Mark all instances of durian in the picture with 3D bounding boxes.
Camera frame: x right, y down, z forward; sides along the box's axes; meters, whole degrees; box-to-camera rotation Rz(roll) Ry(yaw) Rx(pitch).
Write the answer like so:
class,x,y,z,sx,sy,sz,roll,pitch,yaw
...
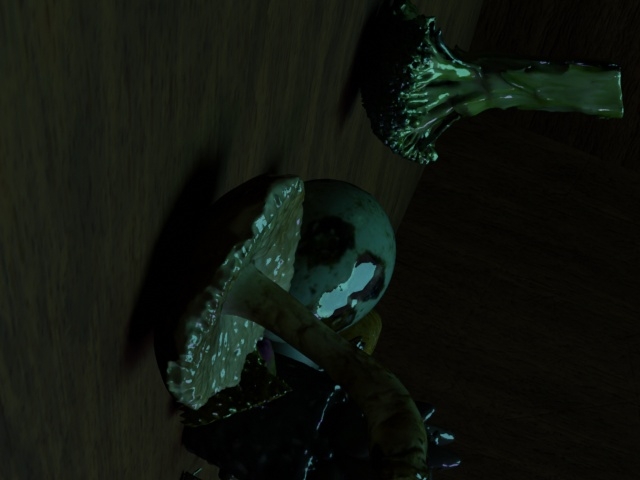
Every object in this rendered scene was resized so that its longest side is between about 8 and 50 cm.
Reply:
class,x,y,z,sx,sy,sz,roll,pitch,yaw
durian,-0.110,0.145,1.824,0.187,0.119,0.108,138,-63,-78

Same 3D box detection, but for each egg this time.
class,x,y,z,sx,sy,sz,roll,pitch,yaw
egg,-0.010,0.027,1.826,0.231,0.169,0.169,-48,161,-43

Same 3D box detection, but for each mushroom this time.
class,x,y,z,sx,sy,sz,roll,pitch,yaw
mushroom,-0.026,0.100,1.472,0.208,0.301,0.233,-34,178,30

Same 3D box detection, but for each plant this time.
class,x,y,z,sx,sy,sz,roll,pitch,yaw
plant,0.007,0.240,1.992,0.181,0.321,0.194,-33,146,-82

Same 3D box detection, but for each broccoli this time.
class,x,y,z,sx,sy,sz,roll,pitch,yaw
broccoli,0.232,-0.221,2.266,0.252,0.361,0.221,145,-48,-67

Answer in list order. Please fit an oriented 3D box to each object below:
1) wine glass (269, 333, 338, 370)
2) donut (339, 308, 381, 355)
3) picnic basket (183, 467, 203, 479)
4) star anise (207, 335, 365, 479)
class,x,y,z,sx,sy,sz,roll,pitch,yaw
wine glass,-0.032,0.116,2.209,0.111,0.111,0.204,104,13,-54
donut,-0.016,0.207,2.514,0.299,0.150,0.317,108,6,-56
picnic basket,-0.157,0.335,2.114,0.083,0.065,0.083,-35,145,-49
star anise,-0.035,0.234,2.227,0.088,0.288,0.288,62,32,-24
